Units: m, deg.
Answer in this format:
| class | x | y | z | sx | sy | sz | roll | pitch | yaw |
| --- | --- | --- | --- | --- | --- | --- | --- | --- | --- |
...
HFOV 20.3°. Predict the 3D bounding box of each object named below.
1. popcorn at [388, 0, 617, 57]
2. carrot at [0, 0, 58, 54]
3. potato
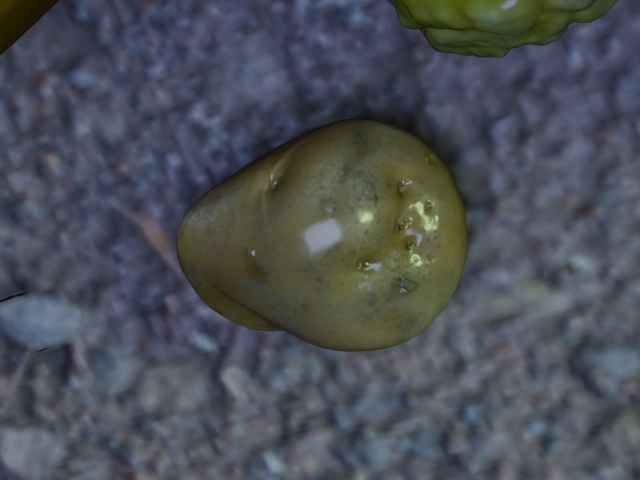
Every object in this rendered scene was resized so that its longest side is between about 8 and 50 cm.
| class | x | y | z | sx | sy | sz | roll | pitch | yaw |
| --- | --- | --- | --- | --- | --- | --- | --- | --- | --- |
| popcorn | 0.030 | -0.099 | 0.450 | 0.121 | 0.116 | 0.106 | 29 | 131 | 1 |
| carrot | -0.060 | -0.178 | 0.444 | 0.114 | 0.114 | 0.302 | 30 | 112 | 1 |
| potato | 0.000 | 0.000 | 0.528 | 0.083 | 0.062 | 0.068 | -6 | 94 | 37 |
